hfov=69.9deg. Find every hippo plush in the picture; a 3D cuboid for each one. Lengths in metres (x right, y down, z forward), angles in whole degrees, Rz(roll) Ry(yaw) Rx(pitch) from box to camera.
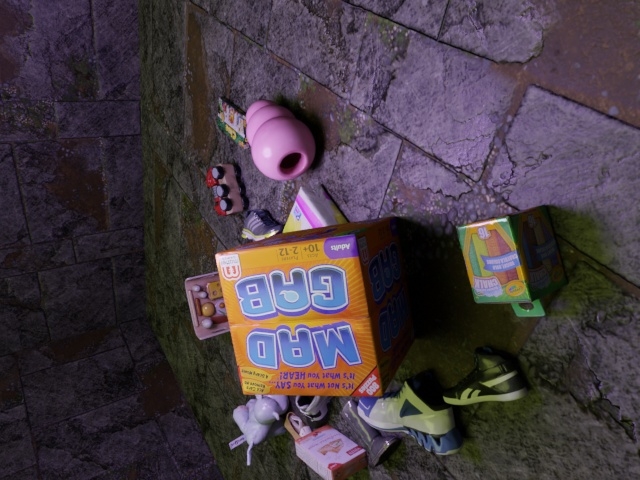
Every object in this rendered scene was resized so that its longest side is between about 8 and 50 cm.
[{"bbox_3d":[-0.268,0.752,2.009,0.235,0.294,0.236,32,119,25],"label":"hippo plush"}]

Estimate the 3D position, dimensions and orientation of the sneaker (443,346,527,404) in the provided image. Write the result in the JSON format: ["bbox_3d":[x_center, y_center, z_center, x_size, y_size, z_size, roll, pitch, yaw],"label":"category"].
[{"bbox_3d":[0.371,0.316,1.085,0.217,0.079,0.121,-29,74,47],"label":"sneaker"}]

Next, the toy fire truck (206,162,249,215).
[{"bbox_3d":[-0.433,-0.209,2.038,0.247,0.159,0.216,-17,88,46],"label":"toy fire truck"}]

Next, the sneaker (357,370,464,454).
[{"bbox_3d":[0.250,0.443,1.273,0.316,0.128,0.182,1,98,49],"label":"sneaker"}]

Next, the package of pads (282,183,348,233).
[{"bbox_3d":[0.000,0.000,1.489,0.296,0.101,0.229,57,141,28],"label":"package of pads"}]

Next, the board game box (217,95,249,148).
[{"bbox_3d":[-0.364,-0.496,1.920,0.260,0.031,0.136,43,136,40],"label":"board game box"}]

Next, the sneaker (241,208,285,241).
[{"bbox_3d":[-0.231,-0.063,1.808,0.300,0.111,0.121,6,102,53],"label":"sneaker"}]

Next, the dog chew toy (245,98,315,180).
[{"bbox_3d":[-0.151,-0.349,1.516,0.331,0.207,0.206,59,144,38],"label":"dog chew toy"}]

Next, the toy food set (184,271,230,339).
[{"bbox_3d":[-0.526,0.311,2.264,0.092,0.220,0.305,-6,96,57],"label":"toy food set"}]

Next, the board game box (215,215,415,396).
[{"bbox_3d":[0.009,0.153,1.179,0.357,0.357,0.355,-7,96,24],"label":"board game box"}]

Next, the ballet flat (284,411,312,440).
[{"bbox_3d":[-0.082,0.794,1.911,0.232,0.080,0.073,17,104,52],"label":"ballet flat"}]

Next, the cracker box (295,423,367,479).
[{"bbox_3d":[0.035,0.767,1.655,0.232,0.156,0.067,9,108,54],"label":"cracker box"}]

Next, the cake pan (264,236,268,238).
[{"bbox_3d":[-0.116,0.109,1.656,0.293,0.054,0.293,57,165,25],"label":"cake pan"}]

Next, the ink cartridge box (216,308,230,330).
[{"bbox_3d":[-0.367,0.403,2.086,0.171,0.235,0.056,1,57,56],"label":"ink cartridge box"}]

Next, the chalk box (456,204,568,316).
[{"bbox_3d":[0.385,0.053,0.914,0.132,0.132,0.212,-17,87,57],"label":"chalk box"}]

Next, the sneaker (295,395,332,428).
[{"bbox_3d":[-0.039,0.605,1.721,0.122,0.147,0.330,43,135,38],"label":"sneaker"}]

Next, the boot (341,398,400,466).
[{"bbox_3d":[0.159,0.615,1.509,0.208,0.076,0.189,60,141,35],"label":"boot"}]
